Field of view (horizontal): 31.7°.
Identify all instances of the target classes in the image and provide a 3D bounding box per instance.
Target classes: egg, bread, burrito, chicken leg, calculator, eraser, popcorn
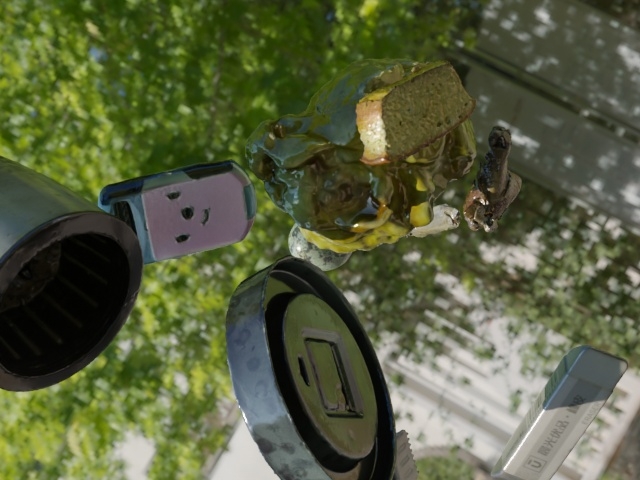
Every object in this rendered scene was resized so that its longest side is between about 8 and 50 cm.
[{"bbox_3d":[0.000,0.000,2.394,0.172,0.132,0.132,-13,-49,-60],"label":"egg"},{"bbox_3d":[0.129,-0.179,1.570,0.187,0.103,0.065,-28,17,-19],"label":"bread"},{"bbox_3d":[0.217,-0.038,2.236,0.188,0.058,0.045,-17,34,54],"label":"burrito"},{"bbox_3d":[0.298,-0.103,1.930,0.125,0.080,0.196,-31,-39,-61],"label":"chicken leg"},{"bbox_3d":[-0.251,-0.046,1.943,0.293,0.051,0.173,-14,-56,-12],"label":"calculator"},{"bbox_3d":[0.394,0.304,1.891,0.061,0.089,0.352,-79,12,-59],"label":"eraser"},{"bbox_3d":[0.071,-0.147,1.799,0.334,0.292,0.293,-40,19,1],"label":"popcorn"}]

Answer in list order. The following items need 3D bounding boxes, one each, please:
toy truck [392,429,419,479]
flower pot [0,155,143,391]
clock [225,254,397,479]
[{"bbox_3d":[0.017,0.390,1.731,0.286,0.111,0.136,-31,-57,-25],"label":"toy truck"},{"bbox_3d":[-0.479,0.021,1.673,0.293,0.330,0.294,-36,-38,-33],"label":"flower pot"},{"bbox_3d":[-0.006,0.172,1.367,0.061,0.313,0.312,-24,1,22],"label":"clock"}]
